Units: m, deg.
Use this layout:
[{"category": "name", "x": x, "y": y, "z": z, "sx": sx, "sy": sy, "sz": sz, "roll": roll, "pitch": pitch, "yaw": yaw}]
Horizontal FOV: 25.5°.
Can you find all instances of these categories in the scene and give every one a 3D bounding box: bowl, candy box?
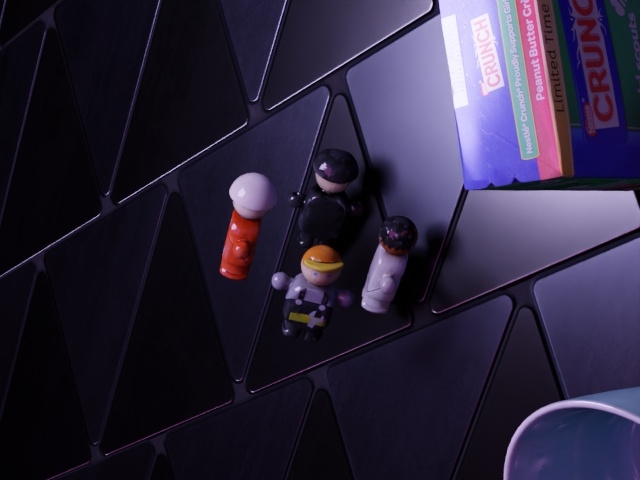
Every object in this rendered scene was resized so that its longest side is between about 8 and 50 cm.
[{"category": "bowl", "x": 0.355, "y": 0.270, "z": 1.429, "sx": 0.311, "sy": 0.163, "sz": 0.311, "roll": 28, "pitch": 130, "yaw": 38}, {"category": "candy box", "x": 0.261, "y": -0.185, "z": 1.423, "sx": 0.122, "sy": 0.317, "sz": 0.268, "roll": -11, "pitch": 85, "yaw": 43}]

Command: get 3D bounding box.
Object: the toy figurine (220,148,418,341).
[{"category": "toy figurine", "x": 0.000, "y": 0.000, "z": 1.745, "sx": 0.209, "sy": 0.213, "sz": 0.148, "roll": 44, "pitch": 134, "yaw": 33}]
